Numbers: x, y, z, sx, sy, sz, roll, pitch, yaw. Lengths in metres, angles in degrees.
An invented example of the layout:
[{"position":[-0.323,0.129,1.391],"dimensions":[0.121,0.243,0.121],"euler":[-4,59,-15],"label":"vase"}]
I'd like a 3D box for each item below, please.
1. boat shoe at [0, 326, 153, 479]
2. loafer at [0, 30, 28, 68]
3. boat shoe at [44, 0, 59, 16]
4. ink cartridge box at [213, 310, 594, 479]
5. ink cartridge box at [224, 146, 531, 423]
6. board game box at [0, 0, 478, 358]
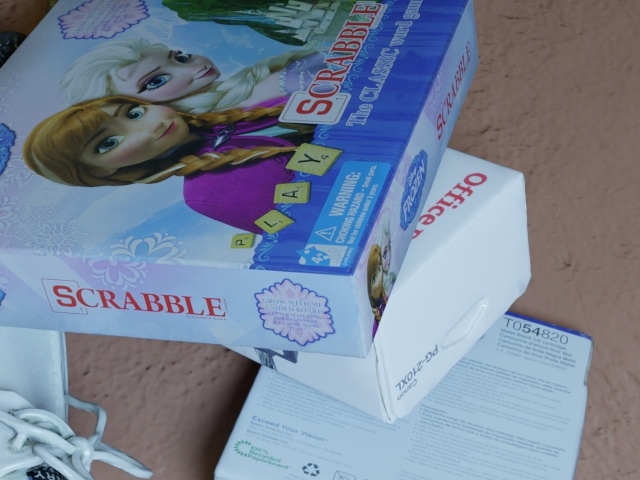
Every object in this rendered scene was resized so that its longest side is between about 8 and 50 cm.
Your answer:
[{"position":[-0.182,0.152,0.844],"dimensions":[0.156,0.136,0.367],"euler":[-21,49,33],"label":"boat shoe"},{"position":[-0.288,-0.063,1.066],"dimensions":[0.220,0.078,0.080],"euler":[-45,102,-17],"label":"loafer"},{"position":[-0.206,-0.188,1.162],"dimensions":[0.050,0.045,0.135],"euler":[-6,57,-7],"label":"boat shoe"},{"position":[0.063,0.122,0.959],"dimensions":[0.223,0.045,0.224],"euler":[16,42,7],"label":"ink cartridge box"},{"position":[0.000,0.000,0.964],"dimensions":[0.237,0.100,0.172],"euler":[22,48,34],"label":"ink cartridge box"},{"position":[-0.084,-0.063,0.926],"dimensions":[0.318,0.066,0.318],"euler":[3,38,18],"label":"board game box"}]
